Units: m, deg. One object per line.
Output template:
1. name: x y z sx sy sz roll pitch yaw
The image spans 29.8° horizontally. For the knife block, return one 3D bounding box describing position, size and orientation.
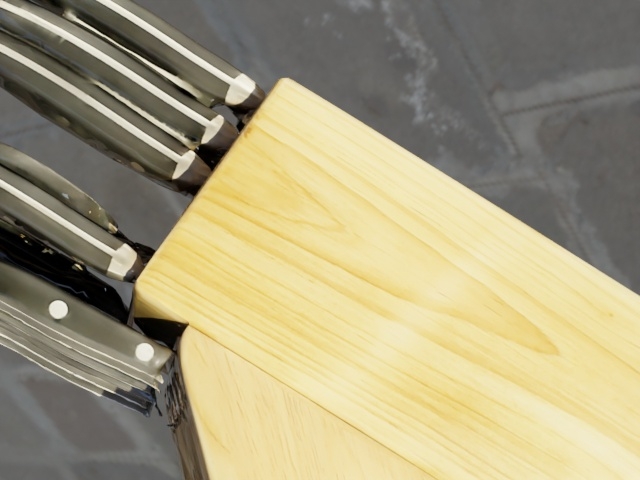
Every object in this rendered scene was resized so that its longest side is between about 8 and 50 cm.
1. knife block: 0.000 0.000 0.444 0.088 0.275 0.242 123 134 -70
